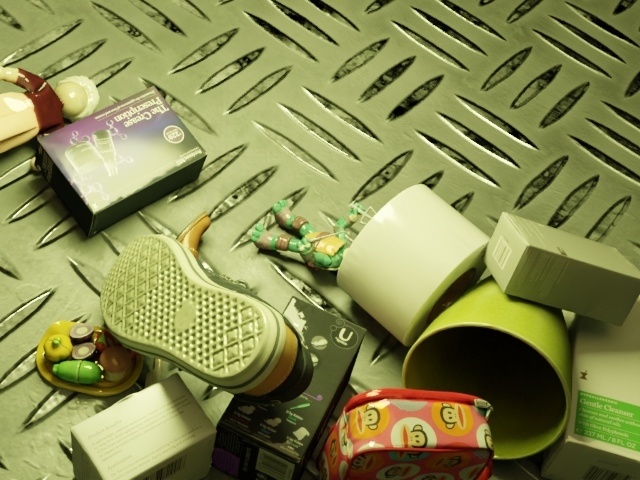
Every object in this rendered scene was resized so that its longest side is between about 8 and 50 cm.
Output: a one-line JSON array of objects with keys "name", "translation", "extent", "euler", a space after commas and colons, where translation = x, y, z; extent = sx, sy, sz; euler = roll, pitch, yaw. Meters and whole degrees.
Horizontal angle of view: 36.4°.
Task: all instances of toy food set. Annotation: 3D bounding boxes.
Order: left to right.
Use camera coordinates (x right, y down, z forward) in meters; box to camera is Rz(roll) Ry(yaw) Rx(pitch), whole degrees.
[{"name": "toy food set", "translation": [-0.365, 0.187, 1.624], "extent": [0.218, 0.071, 0.128], "euler": [12, 52, -3]}]

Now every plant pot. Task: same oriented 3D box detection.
[{"name": "plant pot", "translation": [0.317, 0.176, 1.678], "extent": [0.275, 0.274, 0.293], "euler": [26, 37, 9]}]

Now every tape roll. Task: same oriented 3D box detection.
[{"name": "tape roll", "translation": [0.171, 0.045, 1.735], "extent": [0.169, 0.246, 0.246], "euler": [42, 56, 20]}]

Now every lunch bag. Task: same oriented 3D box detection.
[{"name": "lunch bag", "translation": [0.141, 0.334, 1.478], "extent": [0.258, 0.293, 0.120], "euler": [5, 54, -13]}]

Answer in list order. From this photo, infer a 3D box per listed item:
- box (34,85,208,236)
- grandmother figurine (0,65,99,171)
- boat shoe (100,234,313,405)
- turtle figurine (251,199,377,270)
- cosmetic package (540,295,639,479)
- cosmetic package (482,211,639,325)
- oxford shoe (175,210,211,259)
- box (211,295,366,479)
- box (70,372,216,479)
[{"name": "box", "translation": [-0.376, -0.153, 1.842], "extent": [0.261, 0.103, 0.184], "euler": [-33, 81, -31]}, {"name": "grandmother figurine", "translation": [-0.555, -0.235, 1.848], "extent": [0.104, 0.207, 0.342], "euler": [6, 26, 33]}, {"name": "boat shoe", "translation": [-0.191, 0.125, 1.524], "extent": [0.500, 0.156, 0.186], "euler": [22, 78, 48]}, {"name": "turtle figurine", "translation": [0.000, 0.000, 1.807], "extent": [0.234, 0.118, 0.175], "euler": [16, 30, 26]}, {"name": "cosmetic package", "translation": [0.514, 0.251, 1.707], "extent": [0.197, 0.155, 0.365], "euler": [14, 53, 3]}, {"name": "cosmetic package", "translation": [0.406, 0.049, 1.629], "extent": [0.238, 0.107, 0.127], "euler": [13, 24, -18]}, {"name": "oxford shoe", "translation": [-0.249, 0.038, 1.771], "extent": [0.076, 0.076, 0.212], "euler": [33, 61, -5]}, {"name": "box", "translation": [-0.049, 0.255, 1.578], "extent": [0.143, 0.165, 0.270], "euler": [24, 53, 8]}, {"name": "box", "translation": [-0.269, 0.321, 1.473], "extent": [0.181, 0.182, 0.119], "euler": [-26, 64, -27]}]
